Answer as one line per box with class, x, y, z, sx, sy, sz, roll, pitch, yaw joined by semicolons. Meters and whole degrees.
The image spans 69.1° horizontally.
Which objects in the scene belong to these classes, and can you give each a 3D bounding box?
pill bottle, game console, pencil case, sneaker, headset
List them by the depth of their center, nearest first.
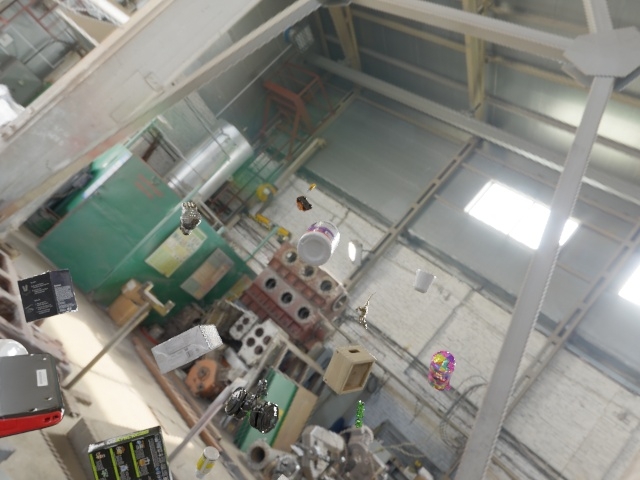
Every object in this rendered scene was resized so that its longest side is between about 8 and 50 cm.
game console;-0.708;0.311;0.911;0.341;0.060;0.386;3;3;-33
pill bottle;0.000;0.000;1.451;0.108;0.108;0.193;43;20;-3
pill bottle;-0.457;0.891;1.857;0.065;0.116;0.065;27;11;-6
pencil case;0.501;0.541;1.920;0.104;0.104;0.236;37;-21;31
headset;-0.286;0.716;2.035;0.243;0.185;0.394;25;-24;5
sneaker;-0.576;-0.067;2.038;0.086;0.132;0.229;7;26;-19

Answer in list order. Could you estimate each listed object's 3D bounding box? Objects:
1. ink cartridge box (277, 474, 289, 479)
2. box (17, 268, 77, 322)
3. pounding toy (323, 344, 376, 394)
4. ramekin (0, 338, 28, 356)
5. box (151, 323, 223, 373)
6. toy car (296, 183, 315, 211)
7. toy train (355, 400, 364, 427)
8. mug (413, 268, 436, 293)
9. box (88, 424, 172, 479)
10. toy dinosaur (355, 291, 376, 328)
ink cartridge box;-0.176;0.977;1.714;0.067;0.198;0.115;32;30;20
box;-0.978;0.197;1.667;0.093;0.155;0.158;-8;84;-73
pounding toy;0.082;0.376;1.366;0.141;0.130;0.100;7;19;-46
ramekin;-1.246;0.507;1.799;0.273;0.127;0.273;167;-90;-89
box;-0.440;0.359;1.569;0.087;0.169;0.290;63;-7;7
toy car;-0.039;-0.133;1.531;0.060;0.122;0.040;40;-45;2
toy train;0.126;0.553;1.478;0.023;0.083;0.017;9;-5;-18
mug;0.326;0.133;1.459;0.078;0.064;0.062;27;-6;-36
box;-0.513;0.618;1.265;0.045;0.184;0.191;-143;-135;-68
toy dinosaur;0.207;0.325;2.194;0.053;0.183;0.092;14;2;30
